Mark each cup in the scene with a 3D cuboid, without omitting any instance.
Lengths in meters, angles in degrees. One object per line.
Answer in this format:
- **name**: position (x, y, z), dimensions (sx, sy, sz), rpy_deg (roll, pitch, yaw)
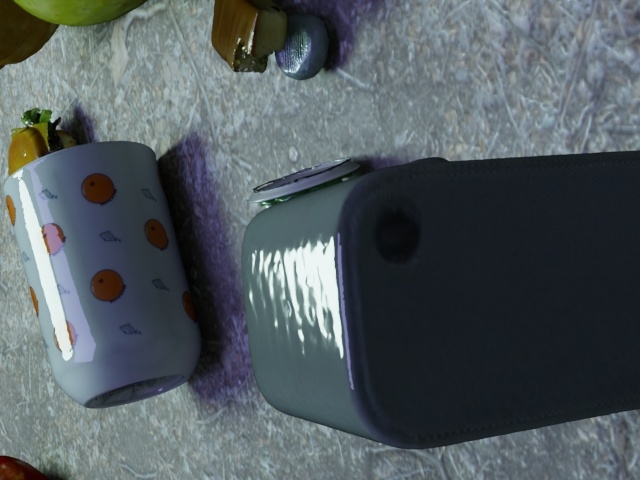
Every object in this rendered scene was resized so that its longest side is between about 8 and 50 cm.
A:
- **cup**: position (-0.287, 0.053, 1.865), dimensions (0.212, 0.212, 0.318), rpy_deg (-37, 65, 53)

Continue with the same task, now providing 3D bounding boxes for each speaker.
- **speaker**: position (0.150, 0.032, 1.009), dimensions (0.184, 0.406, 0.183), rpy_deg (-8, 88, 61)

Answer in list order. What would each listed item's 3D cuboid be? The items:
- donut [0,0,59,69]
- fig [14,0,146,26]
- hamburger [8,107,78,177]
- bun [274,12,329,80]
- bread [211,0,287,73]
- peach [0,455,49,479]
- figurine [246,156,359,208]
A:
- **donut**: position (-0.480, -0.453, 1.947), dimensions (0.198, 0.449, 0.449), rpy_deg (4, 101, 15)
- **fig**: position (-0.274, -0.405, 1.746), dimensions (0.326, 0.258, 0.258), rpy_deg (-1, 95, 47)
- **hamburger**: position (-0.420, -0.111, 2.156), dimensions (0.164, 0.093, 0.190), rpy_deg (18, 112, 53)
- **bun**: position (-0.018, -0.217, 1.555), dimensions (0.083, 0.045, 0.083), rpy_deg (12, 105, 53)
- **bread**: position (-0.083, -0.241, 1.588), dimensions (0.226, 0.049, 0.088), rpy_deg (-124, 42, -65)
- **peach**: position (-0.532, 0.466, 2.330), dimensions (0.243, 0.199, 0.244), rpy_deg (-175, 90, -66)
- **figurine**: position (0.000, 0.000, 1.515), dimensions (0.132, 0.132, 0.154), rpy_deg (-8, 103, 57)
